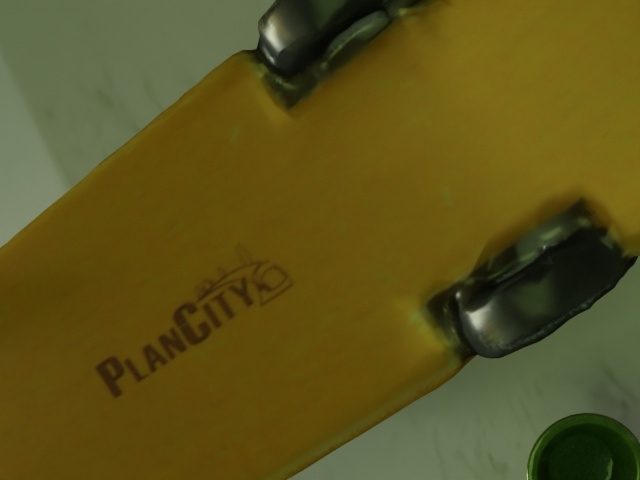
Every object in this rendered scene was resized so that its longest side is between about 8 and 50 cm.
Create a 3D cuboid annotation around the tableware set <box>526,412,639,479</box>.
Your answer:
[{"bbox_3d":[0.127,0.119,0.395,0.104,0.024,0.154,-18,95,1],"label":"tableware set"}]

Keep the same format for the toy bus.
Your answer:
[{"bbox_3d":[0.000,0.000,0.385,0.333,0.130,0.108,-36,87,25],"label":"toy bus"}]
